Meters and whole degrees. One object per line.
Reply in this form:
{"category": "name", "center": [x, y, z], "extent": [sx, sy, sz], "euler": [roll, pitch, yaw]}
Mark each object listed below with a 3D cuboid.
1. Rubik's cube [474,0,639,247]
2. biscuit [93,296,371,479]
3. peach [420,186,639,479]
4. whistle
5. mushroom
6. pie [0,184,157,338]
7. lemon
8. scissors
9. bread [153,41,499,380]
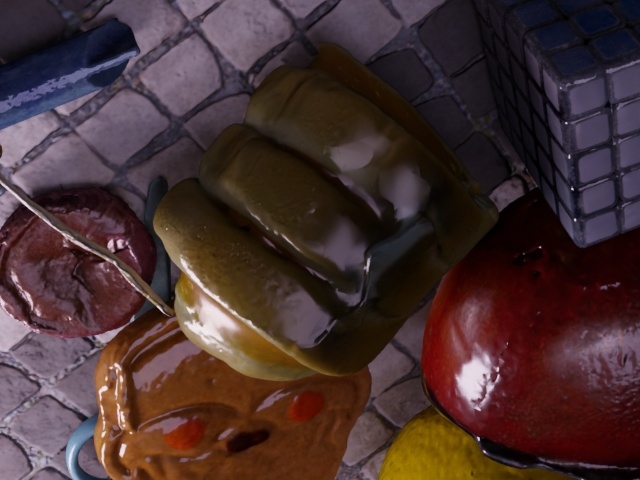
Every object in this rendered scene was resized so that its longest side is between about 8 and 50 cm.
{"category": "Rubik's cube", "center": [0.314, -0.176, 1.360], "extent": [0.237, 0.237, 0.238], "euler": [-20, 135, -2]}
{"category": "biscuit", "center": [-0.103, 0.220, 1.583], "extent": [0.349, 0.078, 0.455], "euler": [-9, 123, -27]}
{"category": "peach", "center": [0.313, 0.091, 1.511], "extent": [0.416, 0.339, 0.353], "euler": [-37, 112, 10]}
{"category": "whistle", "center": [-0.320, -0.135, 1.280], "extent": [0.304, 0.062, 0.062], "euler": [-23, 129, -3]}
{"category": "mushroom", "center": [-0.254, -0.007, 1.364], "extent": [0.286, 0.028, 0.026], "euler": [47, 56, -27]}
{"category": "pie", "center": [-0.267, 0.027, 1.416], "extent": [0.182, 0.049, 0.182], "euler": [-5, 116, -10]}
{"category": "lemon", "center": [0.229, 0.338, 1.647], "extent": [0.336, 0.336, 0.336], "euler": [-10, 127, -13]}
{"category": "scissors", "center": [-0.199, 0.121, 1.530], "extent": [0.192, 0.029, 0.447], "euler": [-4, 124, -18]}
{"category": "bread", "center": [0.000, 0.000, 1.366], "extent": [0.341, 0.210, 0.300], "euler": [-44, 122, -4]}
